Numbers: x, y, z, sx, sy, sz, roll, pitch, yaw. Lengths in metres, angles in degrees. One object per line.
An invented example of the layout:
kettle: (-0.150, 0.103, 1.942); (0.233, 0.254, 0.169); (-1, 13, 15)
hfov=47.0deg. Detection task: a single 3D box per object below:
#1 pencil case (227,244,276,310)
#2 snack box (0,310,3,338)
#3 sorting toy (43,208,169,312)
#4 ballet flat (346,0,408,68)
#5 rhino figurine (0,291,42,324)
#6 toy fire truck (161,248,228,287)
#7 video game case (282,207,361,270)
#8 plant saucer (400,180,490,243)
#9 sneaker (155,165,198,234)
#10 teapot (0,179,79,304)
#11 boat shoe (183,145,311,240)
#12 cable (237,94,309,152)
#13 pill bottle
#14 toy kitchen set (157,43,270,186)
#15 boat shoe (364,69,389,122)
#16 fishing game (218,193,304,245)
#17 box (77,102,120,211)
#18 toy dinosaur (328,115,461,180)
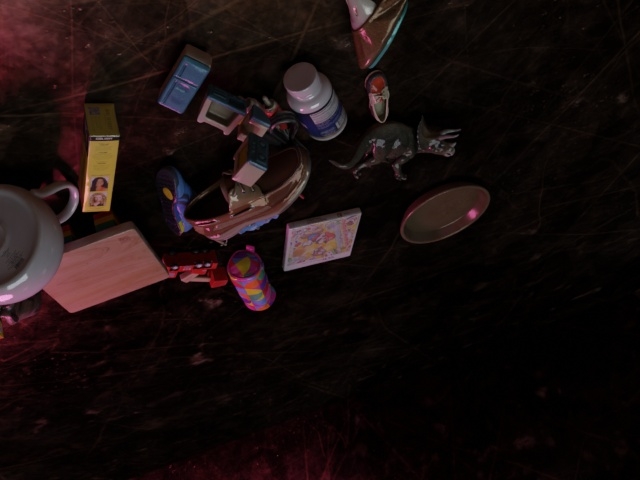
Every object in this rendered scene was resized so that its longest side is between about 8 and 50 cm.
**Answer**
pencil case: (-0.188, 0.110, 2.041); (0.105, 0.104, 0.236); (-19, 151, -5)
snack box: (-0.769, 0.109, 1.569); (0.070, 0.174, 0.207); (-20, 151, 1)
sorting toy: (-0.518, 0.041, 1.709); (0.257, 0.089, 0.255); (-20, 152, -3)
ballet flat: (0.118, -0.455, 1.281); (0.124, 0.116, 0.342); (18, 136, -22)
rhino figurine: (-0.677, 0.134, 1.649); (0.073, 0.106, 0.243); (12, 180, -8)
toy fire truck: (-0.331, 0.078, 1.940); (0.192, 0.047, 0.135); (-5, 149, -26)
video game case: (0.000, 0.000, 2.050); (0.206, 0.026, 0.227); (-13, 150, -15)
plant saucer: (0.355, -0.084, 2.128); (0.278, 0.041, 0.278); (-16, 150, -9)
sneaker: (-0.311, -0.102, 1.643); (0.082, 0.069, 0.209); (-41, 153, -28)
teapot: (-0.615, 0.014, 1.474); (0.256, 0.252, 0.187); (-10, 165, 4)
boat shoe: (-0.161, -0.102, 1.579); (0.324, 0.123, 0.116); (-34, 148, 25)
cable: (-0.077, -0.233, 1.555); (0.140, 0.072, 0.287); (-7, 166, 25)
pill bottle: (-0.013, -0.282, 1.487); (0.094, 0.094, 0.169); (-26, 151, 8)
toy kitchen set: (-0.183, -0.223, 1.337); (0.207, 0.166, 0.122); (23, 132, -23)
boat shoe: (0.125, -0.310, 1.585); (0.049, 0.043, 0.137); (-17, 150, -4)
fishing game: (-0.173, -0.064, 1.812); (0.264, 0.041, 0.189); (-28, 153, 12)
box: (-0.433, -0.157, 1.433); (0.058, 0.087, 0.232); (-5, 149, -24)
toy dinosaur: (0.153, -0.225, 1.709); (0.314, 0.121, 0.160); (0, 133, -26)
